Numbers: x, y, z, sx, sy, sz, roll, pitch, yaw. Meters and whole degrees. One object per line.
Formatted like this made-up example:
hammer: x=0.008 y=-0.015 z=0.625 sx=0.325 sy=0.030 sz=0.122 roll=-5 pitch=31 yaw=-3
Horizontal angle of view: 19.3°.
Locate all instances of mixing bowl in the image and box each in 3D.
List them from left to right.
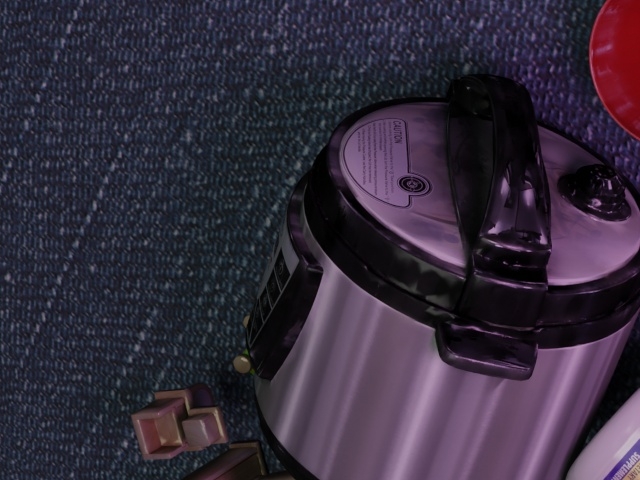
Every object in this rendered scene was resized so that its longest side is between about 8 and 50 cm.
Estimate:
mixing bowl: x=0.368 y=-0.186 z=1.859 sx=0.181 sy=0.098 sz=0.181 roll=14 pitch=115 yaw=32

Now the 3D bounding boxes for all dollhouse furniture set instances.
dollhouse furniture set: x=-0.009 y=0.301 z=2.266 sx=0.355 sy=0.174 sz=0.303 roll=-9 pitch=102 yaw=36

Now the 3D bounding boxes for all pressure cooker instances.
pressure cooker: x=0.142 y=0.045 z=1.933 sx=0.370 sy=0.375 sz=0.420 roll=41 pitch=131 yaw=31

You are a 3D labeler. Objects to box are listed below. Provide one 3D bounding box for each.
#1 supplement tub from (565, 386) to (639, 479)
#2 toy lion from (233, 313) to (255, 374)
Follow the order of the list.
supplement tub: x=0.436 y=0.279 z=1.887 sx=0.331 sy=0.241 sz=0.241 roll=44 pitch=126 yaw=16
toy lion: x=-0.052 y=0.132 z=2.326 sx=0.096 sy=0.034 sz=0.100 roll=26 pitch=120 yaw=18
